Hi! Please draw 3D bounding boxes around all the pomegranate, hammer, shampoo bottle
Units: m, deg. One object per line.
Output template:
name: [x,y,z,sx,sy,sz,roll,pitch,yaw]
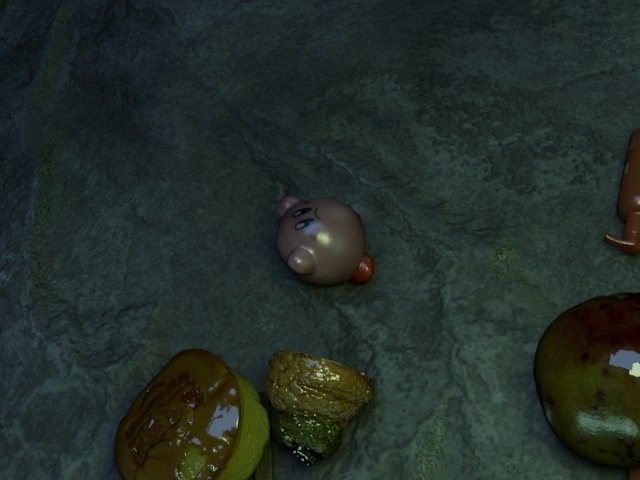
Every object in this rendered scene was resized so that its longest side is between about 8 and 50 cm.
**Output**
pomegranate: [0.466,0.224,1.307,0.291,0.323,0.291,-25,17,8]
hammer: [-0.094,0.414,1.487,0.111,0.043,0.365,-15,49,11]
shampoo bottle: [0.556,-0.084,1.571,0.085,0.085,0.244,9,58,26]

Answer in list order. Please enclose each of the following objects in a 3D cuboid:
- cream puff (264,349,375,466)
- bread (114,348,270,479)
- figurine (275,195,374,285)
cream puff: [-0.015,0.278,1.477,0.183,0.183,0.168,10,75,27]
bread: [-0.215,0.319,1.500,0.270,0.148,0.269,-19,54,28]
figurine: [0.000,0.000,1.665,0.173,0.173,0.173,-10,53,14]
